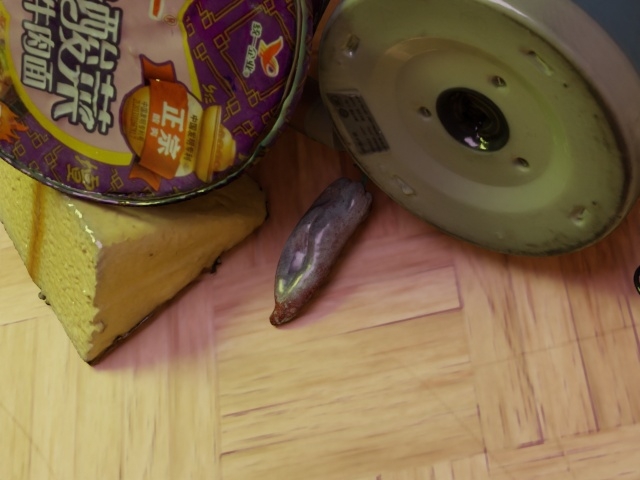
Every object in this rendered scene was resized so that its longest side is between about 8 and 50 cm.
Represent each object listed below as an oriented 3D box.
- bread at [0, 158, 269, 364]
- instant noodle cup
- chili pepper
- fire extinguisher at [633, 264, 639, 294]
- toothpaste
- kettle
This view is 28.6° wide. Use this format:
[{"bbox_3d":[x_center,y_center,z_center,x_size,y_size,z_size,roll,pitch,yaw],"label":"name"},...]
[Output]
[{"bbox_3d":[-0.165,-0.032,1.091,0.178,0.135,0.240,-14,46,-31],"label":"bread"},{"bbox_3d":[-0.130,-0.233,0.991,0.339,0.340,0.266,0,30,19],"label":"instant noodle cup"},{"bbox_3d":[-0.001,-0.001,1.005,0.153,0.041,0.050,-54,16,-17],"label":"chili pepper"},{"bbox_3d":[0.268,0.046,0.882,0.056,0.039,0.132,-33,54,-14],"label":"fire extinguisher"},{"bbox_3d":[-0.037,-0.132,1.104,0.067,0.043,0.194,-41,48,-15],"label":"toothpaste"},{"bbox_3d":[0.156,-0.197,0.966,0.319,0.247,0.342,12,52,35],"label":"kettle"}]
